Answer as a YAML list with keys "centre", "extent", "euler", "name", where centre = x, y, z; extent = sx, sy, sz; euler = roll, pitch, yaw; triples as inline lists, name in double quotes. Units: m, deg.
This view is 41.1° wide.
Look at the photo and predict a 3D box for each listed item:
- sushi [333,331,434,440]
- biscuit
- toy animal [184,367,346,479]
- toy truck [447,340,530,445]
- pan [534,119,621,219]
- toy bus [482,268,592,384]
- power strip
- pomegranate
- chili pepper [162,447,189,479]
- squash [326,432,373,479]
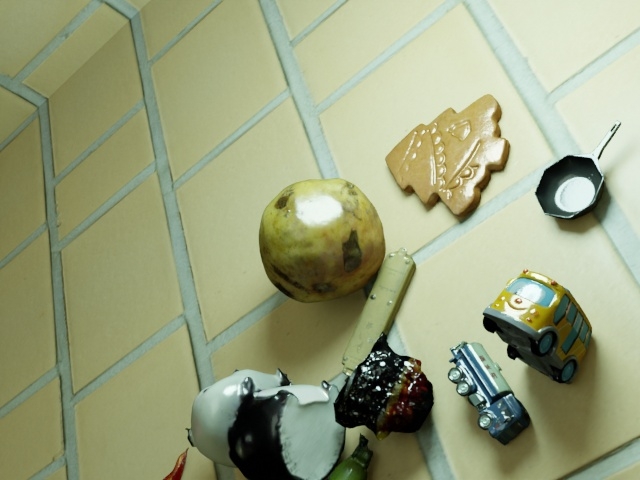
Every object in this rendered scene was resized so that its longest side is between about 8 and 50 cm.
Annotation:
- centre: [0.136, 0.296, 1.627]
  extent: [0.151, 0.153, 0.172]
  euler: [30, 69, 16]
  name: "sushi"
- centre: [0.262, -0.182, 1.842]
  extent: [0.306, 0.043, 0.283]
  euler: [0, 68, 41]
  name: "biscuit"
- centre: [-0.126, 0.382, 1.749]
  extent: [0.310, 0.251, 0.250]
  euler: [-3, 66, 45]
  name: "toy animal"
- centre: [0.302, 0.271, 1.557]
  extent: [0.088, 0.074, 0.201]
  euler: [-37, 47, 8]
  name: "toy truck"
- centre: [0.504, -0.115, 1.595]
  extent: [0.202, 0.048, 0.128]
  euler: [-35, 51, 25]
  name: "pan"
- centre: [0.380, 0.143, 1.462]
  extent: [0.126, 0.209, 0.136]
  euler: [26, 76, 46]
  name: "toy bus"
- centre: [0.120, 0.157, 1.782]
  extent: [0.064, 0.044, 0.305]
  euler: [20, 80, 28]
  name: "power strip"
- centre: [0.000, 0.000, 1.824]
  extent: [0.281, 0.281, 0.281]
  euler: [-20, 57, 33]
  name: "pomegranate"
- centre: [-0.349, 0.563, 1.992]
  extent: [0.045, 0.027, 0.178]
  euler: [21, 83, 41]
  name: "chili pepper"
- centre: [0.024, 0.533, 1.648]
  extent: [0.087, 0.087, 0.331]
  euler: [18, 79, 45]
  name: "squash"
